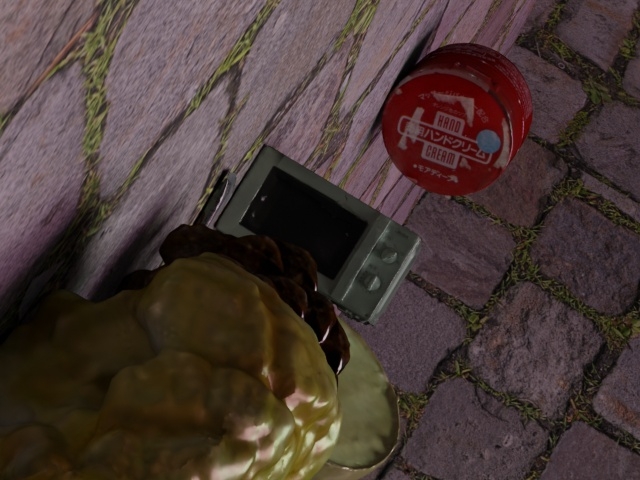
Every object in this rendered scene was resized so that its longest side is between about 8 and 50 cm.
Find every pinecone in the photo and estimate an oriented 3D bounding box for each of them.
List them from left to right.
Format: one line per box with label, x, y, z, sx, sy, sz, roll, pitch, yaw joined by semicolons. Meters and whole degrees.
pinecone;-0.099;0.114;1.604;0.244;0.244;0.309;-56;-177;-24

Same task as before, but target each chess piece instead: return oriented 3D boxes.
chess piece;-0.127;0.276;1.931;0.442;0.234;0.234;-44;-177;33

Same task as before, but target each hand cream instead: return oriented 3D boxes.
hand cream;0.221;-0.197;2.634;0.230;0.230;0.149;-63;174;34

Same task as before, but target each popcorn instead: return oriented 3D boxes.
popcorn;-0.137;0.180;1.311;0.334;0.292;0.293;-29;-150;3

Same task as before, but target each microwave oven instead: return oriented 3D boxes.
microwave oven;0.000;0.000;1.907;0.122;0.208;0.162;-58;174;-3

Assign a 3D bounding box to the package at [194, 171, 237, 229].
package;-0.118;-0.026;1.749;0.110;0.015;0.037;-58;175;12
